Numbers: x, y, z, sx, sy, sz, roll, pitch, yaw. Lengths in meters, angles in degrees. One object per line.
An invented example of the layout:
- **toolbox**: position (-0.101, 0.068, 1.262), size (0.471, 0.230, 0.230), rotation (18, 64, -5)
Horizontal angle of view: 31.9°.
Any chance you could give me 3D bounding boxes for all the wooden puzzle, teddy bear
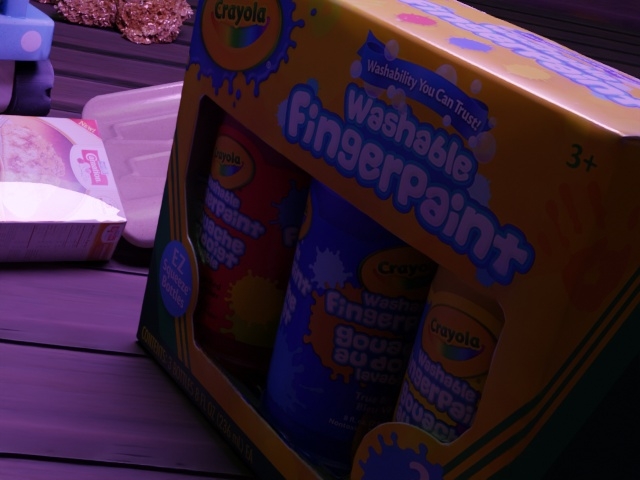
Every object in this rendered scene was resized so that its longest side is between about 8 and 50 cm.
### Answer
- **wooden puzzle**: position (-0.100, -0.096, 1.315), size (0.322, 0.080, 0.348), rotation (-12, 32, -13)
- **teddy bear**: position (-0.400, -0.467, 2.085), size (0.245, 0.113, 0.338), rotation (-6, 29, -36)

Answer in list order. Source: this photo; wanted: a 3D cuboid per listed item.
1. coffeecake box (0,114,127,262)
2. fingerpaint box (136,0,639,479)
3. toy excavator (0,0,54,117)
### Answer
- **coffeecake box**: position (-0.304, -0.053, 1.113), size (0.186, 0.068, 0.142), rotation (-1, 52, -32)
- **fingerpaint box**: position (0.050, 0.014, 0.825), size (0.163, 0.371, 0.445), rotation (-3, 28, -36)
- **toy excavator**: position (-0.413, -0.345, 1.322), size (0.222, 0.445, 0.433), rotation (-6, 29, -39)
